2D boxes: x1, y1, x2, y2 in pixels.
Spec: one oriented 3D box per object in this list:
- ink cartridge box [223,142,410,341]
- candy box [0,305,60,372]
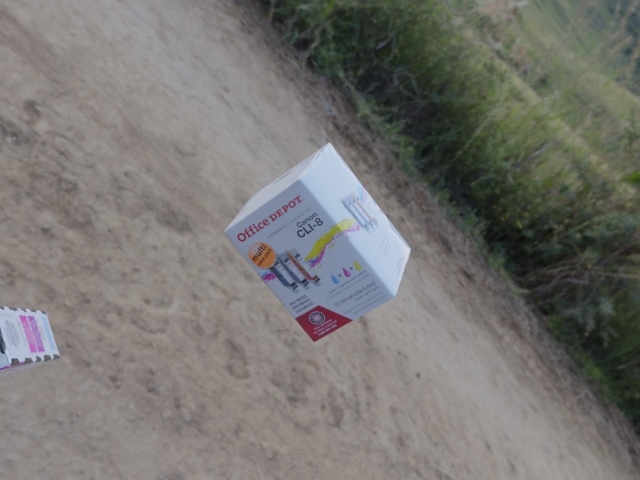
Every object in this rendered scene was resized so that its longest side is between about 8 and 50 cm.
[{"bbox_3d":[0.000,0.000,0.850,0.176,0.128,0.127,51,29,-11],"label":"ink cartridge box"},{"bbox_3d":[-0.407,0.133,0.806,0.233,0.159,0.071,139,-68,-80],"label":"candy box"}]
